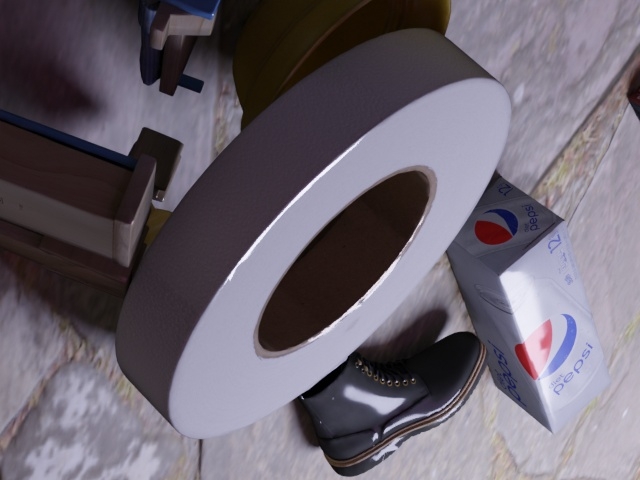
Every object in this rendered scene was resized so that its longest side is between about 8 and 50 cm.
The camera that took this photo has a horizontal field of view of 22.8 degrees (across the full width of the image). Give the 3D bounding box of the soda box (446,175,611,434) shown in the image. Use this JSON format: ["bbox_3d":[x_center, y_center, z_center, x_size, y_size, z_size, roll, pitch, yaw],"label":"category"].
[{"bbox_3d":[0.214,0.072,1.628,0.091,0.098,0.286,-39,139,-13],"label":"soda box"}]

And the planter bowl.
[{"bbox_3d":[-0.003,-0.146,1.255,0.217,0.090,0.217,-39,159,-18],"label":"planter bowl"}]

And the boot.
[{"bbox_3d":[0.070,0.132,1.565,0.198,0.077,0.137,-41,133,-13],"label":"boot"}]

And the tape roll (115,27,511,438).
[{"bbox_3d":[0.000,0.000,1.303,0.392,0.072,0.392,-40,160,-18],"label":"tape roll"}]

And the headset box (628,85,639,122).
[{"bbox_3d":[0.359,-0.148,1.647,0.083,0.032,0.062,-48,139,-6],"label":"headset box"}]

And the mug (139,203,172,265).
[{"bbox_3d":[-0.141,0.000,1.284,0.064,0.062,0.078,-33,143,-31],"label":"mug"}]

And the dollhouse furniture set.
[{"bbox_3d":[-0.173,-0.155,1.129,0.286,0.198,0.303,122,-11,-75],"label":"dollhouse furniture set"}]
